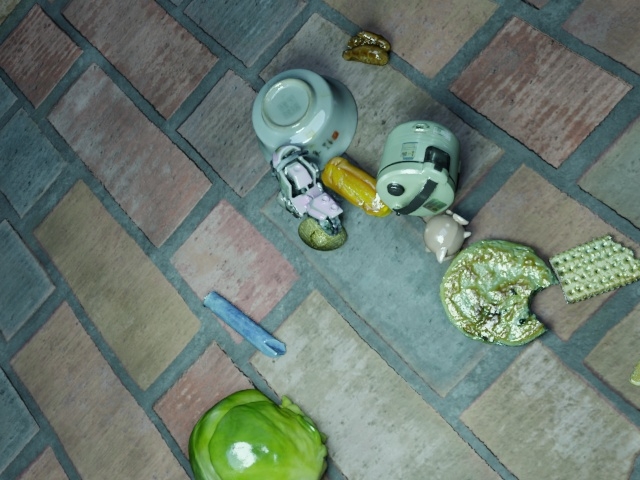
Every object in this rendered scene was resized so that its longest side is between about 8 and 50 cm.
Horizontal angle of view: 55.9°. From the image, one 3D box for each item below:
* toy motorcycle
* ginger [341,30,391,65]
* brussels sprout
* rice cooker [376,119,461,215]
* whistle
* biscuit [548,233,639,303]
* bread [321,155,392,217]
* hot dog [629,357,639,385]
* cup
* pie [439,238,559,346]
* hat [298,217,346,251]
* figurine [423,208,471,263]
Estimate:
[{"bbox_3d":[-0.050,-0.157,1.757,0.143,0.188,0.327,-32,61,-20],"label":"toy motorcycle"},{"bbox_3d":[0.146,-0.606,1.885,0.162,0.073,0.103,15,82,25],"label":"ginger"},{"bbox_3d":[-0.174,0.572,1.607,0.371,0.315,0.275,25,110,19],"label":"brussels sprout"},{"bbox_3d":[0.270,-0.188,1.636,0.226,0.226,0.244,4,57,22],"label":"rice cooker"},{"bbox_3d":[-0.232,0.257,1.820,0.304,0.062,0.062,33,90,24],"label":"whistle"},{"bbox_3d":[0.700,0.067,1.535,0.203,0.016,0.144,-25,70,14],"label":"biscuit"},{"bbox_3d":[0.109,-0.157,1.779,0.245,0.094,0.102,38,98,24],"label":"bread"},{"bbox_3d":[0.767,0.310,1.441,0.030,0.034,0.090,25,67,34],"label":"hot dog"},{"bbox_3d":[-0.073,-0.391,1.868,0.347,0.163,0.347,-6,74,20],"label":"cup"},{"bbox_3d":[0.462,0.134,1.584,0.303,0.067,0.302,-4,77,20],"label":"pie"},{"bbox_3d":[0.000,0.000,1.800,0.146,0.067,0.146,7,46,-7],"label":"hat"},{"bbox_3d":[0.340,-0.012,1.641,0.125,0.125,0.138,29,98,25],"label":"figurine"}]
